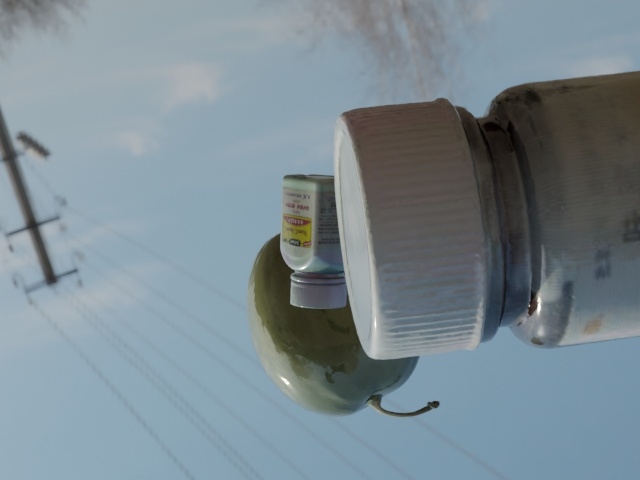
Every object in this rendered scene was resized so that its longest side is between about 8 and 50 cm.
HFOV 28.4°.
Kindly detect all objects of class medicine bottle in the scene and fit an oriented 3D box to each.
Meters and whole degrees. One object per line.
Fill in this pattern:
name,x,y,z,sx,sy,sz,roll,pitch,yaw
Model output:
medicine bottle,0.000,0.000,1.144,0.055,0.118,0.074,-2,-172,-30
medicine bottle,0.152,-0.018,0.763,0.273,0.165,0.165,-6,-160,-6

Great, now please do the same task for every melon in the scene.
melon,0.017,0.120,1.884,0.271,0.272,0.308,-14,-123,2
